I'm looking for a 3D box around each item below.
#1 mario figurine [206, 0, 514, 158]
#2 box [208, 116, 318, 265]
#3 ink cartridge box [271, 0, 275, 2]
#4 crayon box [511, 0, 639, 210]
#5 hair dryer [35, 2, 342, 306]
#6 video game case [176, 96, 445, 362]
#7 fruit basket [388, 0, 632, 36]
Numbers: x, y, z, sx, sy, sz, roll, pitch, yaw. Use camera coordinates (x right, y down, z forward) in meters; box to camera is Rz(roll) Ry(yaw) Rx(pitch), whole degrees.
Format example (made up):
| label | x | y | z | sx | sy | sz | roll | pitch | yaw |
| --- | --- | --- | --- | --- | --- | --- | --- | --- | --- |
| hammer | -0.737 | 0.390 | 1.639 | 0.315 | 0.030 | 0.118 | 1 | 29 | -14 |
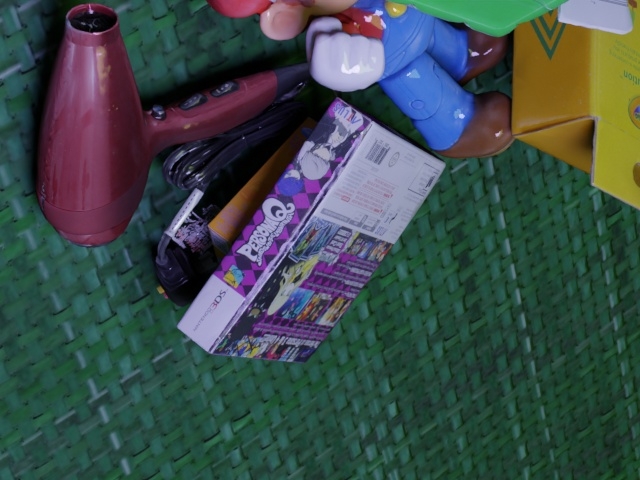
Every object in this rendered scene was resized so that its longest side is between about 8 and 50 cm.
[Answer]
| label | x | y | z | sx | sy | sz | roll | pitch | yaw |
| --- | --- | --- | --- | --- | --- | --- | --- | --- | --- |
| mario figurine | 0.050 | -0.182 | 1.360 | 0.320 | 0.198 | 0.170 | 31 | 98 | -44 |
| box | -0.030 | -0.034 | 1.439 | 0.136 | 0.028 | 0.081 | -50 | 160 | -19 |
| ink cartridge box | -0.108 | -0.311 | 1.057 | 0.226 | 0.306 | 0.131 | -61 | 161 | -1 |
| crayon box | 0.241 | -0.161 | 1.485 | 0.202 | 0.081 | 0.318 | 22 | 64 | -45 |
| hair dryer | -0.117 | -0.088 | 1.375 | 0.223 | 0.080 | 0.293 | -55 | 149 | -2 |
| video game case | 0.000 | 0.000 | 1.459 | 0.210 | 0.042 | 0.232 | -55 | 163 | 6 |
| fruit basket | 0.064 | -0.319 | 1.252 | 0.327 | 0.353 | 0.165 | 11 | 147 | -42 |
